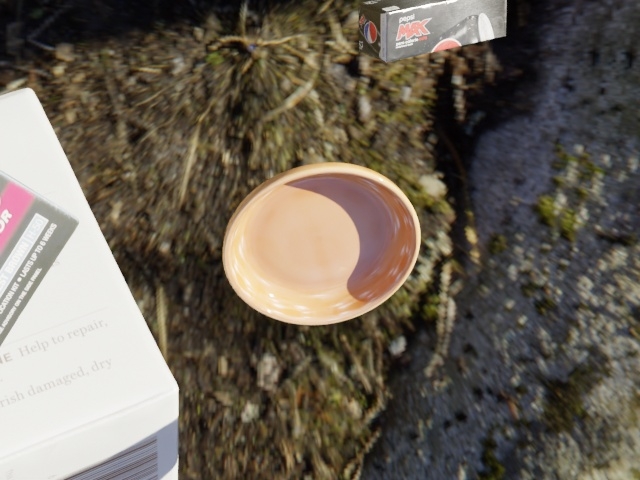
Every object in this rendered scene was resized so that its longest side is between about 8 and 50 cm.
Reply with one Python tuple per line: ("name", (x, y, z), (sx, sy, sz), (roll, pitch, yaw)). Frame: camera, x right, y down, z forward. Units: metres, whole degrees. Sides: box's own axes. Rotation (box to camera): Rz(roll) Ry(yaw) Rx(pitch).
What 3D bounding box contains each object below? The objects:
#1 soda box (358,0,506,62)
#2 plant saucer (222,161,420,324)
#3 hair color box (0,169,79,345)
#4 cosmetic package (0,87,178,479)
("soda box", (0.124, -0.242, 1.380), (0.169, 0.053, 0.060), (-17, 119, -28))
("plant saucer", (0.000, 0.000, 1.270), (0.200, 0.037, 0.200), (-5, 129, -7))
("hair color box", (-0.346, -0.025, 0.772), (0.374, 0.114, 0.185), (36, 83, -50))
("cosmetic package", (-0.374, 0.121, 1.340), (0.328, 0.329, 0.393), (-22, 63, -17))
